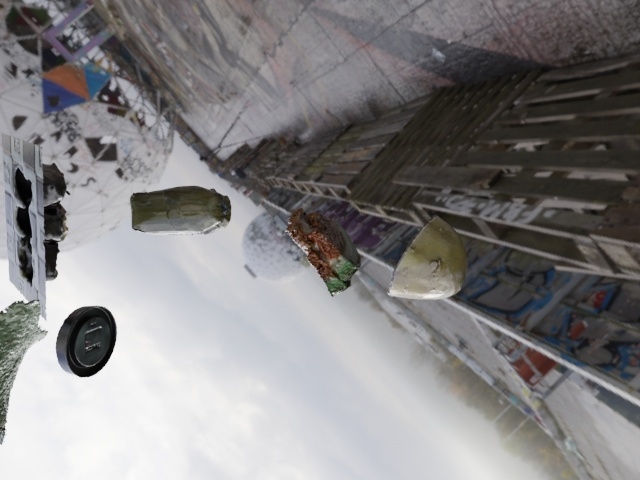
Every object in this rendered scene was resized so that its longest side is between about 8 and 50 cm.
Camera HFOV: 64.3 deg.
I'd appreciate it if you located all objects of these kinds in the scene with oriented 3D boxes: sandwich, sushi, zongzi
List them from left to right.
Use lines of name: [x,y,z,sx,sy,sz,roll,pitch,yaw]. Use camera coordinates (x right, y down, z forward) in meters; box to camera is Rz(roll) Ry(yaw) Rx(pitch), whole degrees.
sushi: [-0.622,-0.044,1.159,0.100,0.373,0.296,-8,-160,-44]
zongzi: [-0.335,-0.076,1.367,0.274,0.250,0.125,1,-91,-80]
sandwich: [0.009,0.001,1.005,0.159,0.079,0.235,50,-170,-14]

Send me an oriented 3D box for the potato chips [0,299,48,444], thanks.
potato chips: [-0.449,0.191,0.724,0.059,0.167,0.228,17,139,-3]

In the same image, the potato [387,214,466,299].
potato: [0.232,0.058,1.013,0.117,0.182,0.202,30,152,21]

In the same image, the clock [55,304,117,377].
clock: [-0.598,0.257,1.305,0.040,0.185,0.184,4,160,16]
